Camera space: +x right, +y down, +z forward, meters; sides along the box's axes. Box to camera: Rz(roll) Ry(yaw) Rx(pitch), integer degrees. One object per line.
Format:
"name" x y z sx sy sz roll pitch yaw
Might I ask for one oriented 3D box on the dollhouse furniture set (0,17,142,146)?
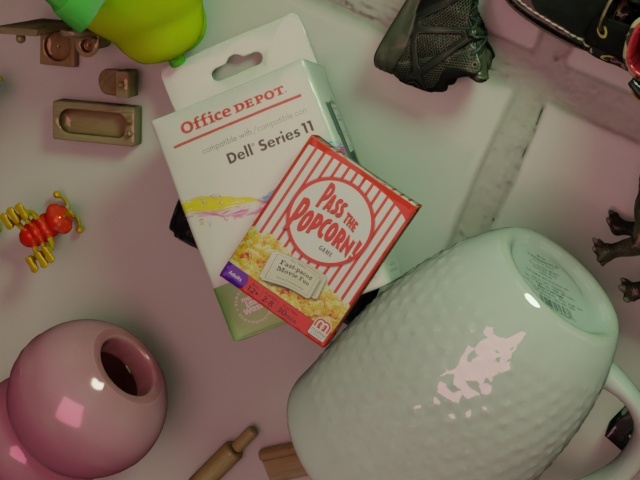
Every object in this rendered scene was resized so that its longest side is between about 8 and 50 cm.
"dollhouse furniture set" -0.311 -0.192 1.827 0.144 0.123 0.151 7 104 16

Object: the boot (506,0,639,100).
"boot" 0.349 -0.220 1.530 0.377 0.284 0.138 28 108 9

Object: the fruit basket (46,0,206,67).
"fruit basket" -0.242 -0.375 1.688 0.392 0.392 0.283 36 106 7

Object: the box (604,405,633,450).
"box" 0.389 0.216 1.740 0.062 0.052 0.083 42 112 4

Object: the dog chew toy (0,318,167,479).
"dog chew toy" -0.351 0.247 1.906 0.332 0.206 0.206 -39 89 29

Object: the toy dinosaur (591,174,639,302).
"toy dinosaur" 0.414 0.014 1.654 0.160 0.121 0.313 -25 90 34

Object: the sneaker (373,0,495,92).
"sneaker" 0.167 -0.266 1.686 0.130 0.087 0.227 32 112 6

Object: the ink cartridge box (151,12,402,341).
"ink cartridge box" -0.063 -0.081 1.748 0.207 0.119 0.353 -22 88 12

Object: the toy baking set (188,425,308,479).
"toy baking set" -0.095 0.369 1.935 0.256 0.030 0.196 -41 88 21

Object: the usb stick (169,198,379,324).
"usb stick" -0.058 0.019 1.839 0.278 0.045 0.077 26 110 10

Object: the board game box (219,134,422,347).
"board game box" 0.000 0.000 1.655 0.147 0.045 0.193 34 98 7

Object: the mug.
"mug" 0.204 0.179 1.669 0.374 0.276 0.328 34 119 -14

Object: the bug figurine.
"bug figurine" -0.444 -0.081 1.921 0.216 0.072 0.279 -24 99 27
